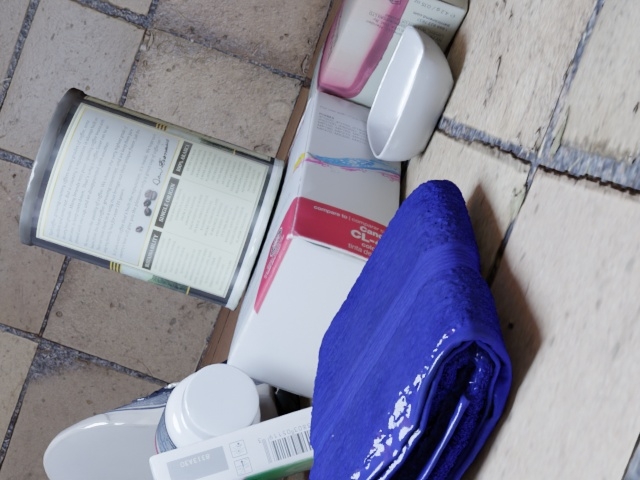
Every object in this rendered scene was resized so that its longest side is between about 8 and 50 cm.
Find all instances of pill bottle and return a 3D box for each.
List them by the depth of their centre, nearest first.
[{"bbox_3d":[-0.126,0.207,1.213,0.180,0.108,0.108,119,168,-61],"label":"pill bottle"}]

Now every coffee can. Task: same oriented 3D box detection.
[{"bbox_3d":[-0.205,-0.049,1.324,0.201,0.275,0.201,-161,90,-85],"label":"coffee can"}]

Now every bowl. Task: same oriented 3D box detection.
[{"bbox_3d":[0.104,-0.161,1.216,0.142,0.053,0.142,-98,30,-65],"label":"bowl"}]

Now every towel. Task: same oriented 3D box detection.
[{"bbox_3d":[0.068,0.098,0.836,0.227,0.076,0.308,-60,11,21],"label":"towel"}]

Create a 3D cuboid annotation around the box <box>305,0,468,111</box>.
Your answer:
[{"bbox_3d":[0.083,-0.259,1.344,0.148,0.127,0.232,-80,13,-46],"label":"box"}]

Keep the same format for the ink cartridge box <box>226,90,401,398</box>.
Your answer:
[{"bbox_3d":[0.000,0.000,1.276,0.306,0.131,0.226,-78,11,-52],"label":"ink cartridge box"}]

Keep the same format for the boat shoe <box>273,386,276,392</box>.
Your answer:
[{"bbox_3d":[-0.128,0.267,1.631,0.307,0.111,0.104,-55,11,29],"label":"boat shoe"}]

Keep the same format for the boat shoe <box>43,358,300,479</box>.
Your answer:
[{"bbox_3d":[-0.183,0.241,1.413,0.158,0.340,0.127,-77,-26,-72],"label":"boat shoe"}]

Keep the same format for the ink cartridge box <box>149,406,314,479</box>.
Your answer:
[{"bbox_3d":[-0.079,0.242,1.115,0.225,0.181,0.056,100,152,-66],"label":"ink cartridge box"}]
